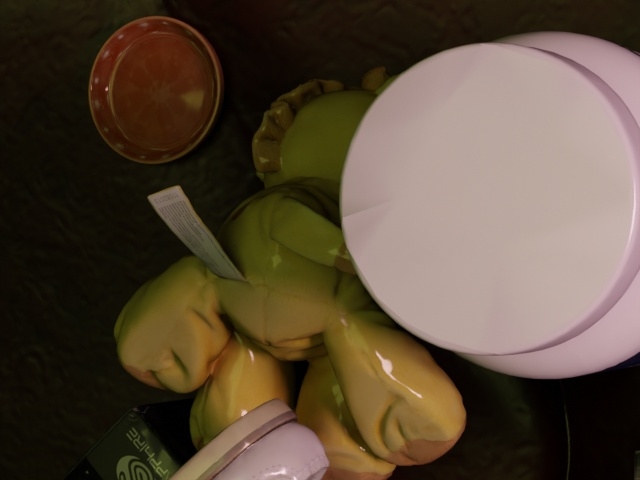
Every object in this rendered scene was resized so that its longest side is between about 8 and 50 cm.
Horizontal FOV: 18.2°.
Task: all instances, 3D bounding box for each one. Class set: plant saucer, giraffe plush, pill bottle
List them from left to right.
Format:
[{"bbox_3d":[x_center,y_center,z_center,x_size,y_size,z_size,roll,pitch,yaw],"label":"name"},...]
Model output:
[{"bbox_3d":[-0.092,-0.085,1.127,0.083,0.013,0.083,0,89,23],"label":"plant saucer"},{"bbox_3d":[0.000,0.000,1.017,0.181,0.170,0.210,2,132,27],"label":"giraffe plush"},{"bbox_3d":[0.114,-0.015,0.904,0.153,0.265,0.153,0,89,23],"label":"pill bottle"}]

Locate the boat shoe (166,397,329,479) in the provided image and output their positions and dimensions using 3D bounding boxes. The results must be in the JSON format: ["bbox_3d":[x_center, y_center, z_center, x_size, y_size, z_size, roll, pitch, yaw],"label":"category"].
[{"bbox_3d":[-0.076,0.211,0.972,0.103,0.113,0.302,42,114,16],"label":"boat shoe"}]

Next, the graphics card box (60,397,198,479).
[{"bbox_3d":[-0.133,0.291,1.096,0.371,0.094,0.233,-47,72,16],"label":"graphics card box"}]

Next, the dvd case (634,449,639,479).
[{"bbox_3d":[0.235,0.218,0.983,0.164,0.018,0.221,1,89,22],"label":"dvd case"}]
